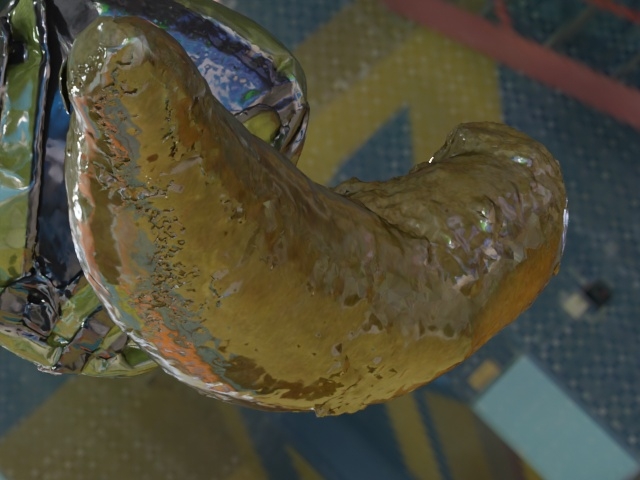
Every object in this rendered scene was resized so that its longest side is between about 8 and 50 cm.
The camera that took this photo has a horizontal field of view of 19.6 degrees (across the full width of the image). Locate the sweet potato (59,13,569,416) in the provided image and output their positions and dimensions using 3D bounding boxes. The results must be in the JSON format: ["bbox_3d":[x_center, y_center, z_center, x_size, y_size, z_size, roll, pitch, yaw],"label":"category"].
[{"bbox_3d":[0.000,0.003,0.664,0.310,0.098,0.124,10,-79,-52],"label":"sweet potato"}]

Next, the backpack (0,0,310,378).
[{"bbox_3d":[-0.130,-0.038,1.123,0.140,0.207,0.253,-120,55,-88],"label":"backpack"}]
